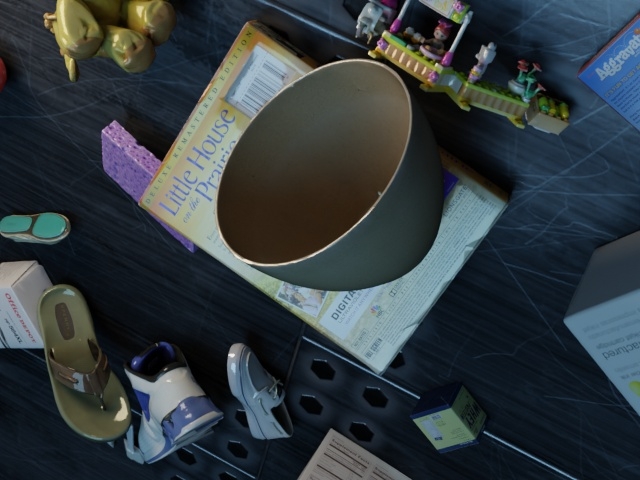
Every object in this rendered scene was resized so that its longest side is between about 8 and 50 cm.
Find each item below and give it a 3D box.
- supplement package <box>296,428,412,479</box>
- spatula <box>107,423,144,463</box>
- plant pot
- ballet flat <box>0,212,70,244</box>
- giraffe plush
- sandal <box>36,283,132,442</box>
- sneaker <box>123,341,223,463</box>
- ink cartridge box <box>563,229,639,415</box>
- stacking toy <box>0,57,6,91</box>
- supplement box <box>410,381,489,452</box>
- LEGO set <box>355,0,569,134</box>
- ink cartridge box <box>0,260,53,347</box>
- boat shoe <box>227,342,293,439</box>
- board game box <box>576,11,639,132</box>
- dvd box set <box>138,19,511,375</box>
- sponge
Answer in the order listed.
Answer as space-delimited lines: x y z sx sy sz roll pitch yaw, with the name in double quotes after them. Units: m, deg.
0.014 0.512 1.860 0.198 0.263 0.199 32 135 5 "supplement package"
-0.417 0.366 2.142 0.168 0.019 0.242 35 151 10 "spatula"
0.039 -0.050 1.318 0.284 0.284 0.191 -9 145 36 "plant pot"
-0.491 -0.019 1.906 0.168 0.057 0.052 6 155 32 "ballet flat"
-0.314 -0.303 1.500 0.210 0.181 0.170 29 157 -7 "giraffe plush"
-0.433 0.220 1.933 0.303 0.120 0.086 65 163 8 "sandal"
-0.276 0.284 1.968 0.182 0.127 0.315 62 154 11 "sneaker"
0.534 0.150 1.326 0.279 0.160 0.385 -30 106 43 "ink cartridge box"
-0.641 -0.241 1.766 0.330 0.141 0.141 -16 115 32 "stacking toy"
0.204 0.279 1.705 0.083 0.056 0.083 -26 108 42 "supplement box"
0.179 -0.224 1.280 0.287 0.132 0.107 28 113 5 "LEGO set"
-0.592 0.123 2.046 0.203 0.086 0.148 -4 122 35 "ink cartridge box"
-0.097 0.259 1.869 0.075 0.083 0.226 0 137 17 "boat shoe"
0.427 -0.225 1.187 0.145 0.027 0.281 40 135 -4 "board game box"
-0.001 -0.055 1.476 0.420 0.062 0.308 34 109 3 "dvd box set"
-0.255 -0.081 1.663 0.210 0.031 0.117 41 151 15 "sponge"
